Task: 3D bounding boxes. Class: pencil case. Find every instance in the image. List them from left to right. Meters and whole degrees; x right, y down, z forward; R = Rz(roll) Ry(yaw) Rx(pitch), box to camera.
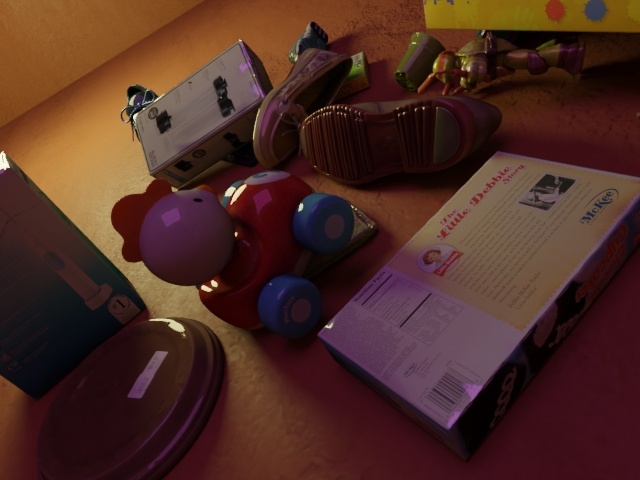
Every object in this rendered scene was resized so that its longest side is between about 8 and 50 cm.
[{"bbox_3d":[0.314,-0.393,0.964,0.070,0.064,0.151,-28,33,29],"label":"pencil case"}]

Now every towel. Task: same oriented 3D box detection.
[{"bbox_3d":[0.000,0.000,0.759,0.148,0.027,0.110,-34,37,-5],"label":"towel"}]

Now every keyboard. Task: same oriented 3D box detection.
[{"bbox_3d":[-0.158,-0.206,1.130,0.108,0.023,0.180,-46,38,-20],"label":"keyboard"}]

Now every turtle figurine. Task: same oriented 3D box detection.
[{"bbox_3d":[0.260,-0.262,0.790,0.218,0.087,0.269,0,11,16],"label":"turtle figurine"}]

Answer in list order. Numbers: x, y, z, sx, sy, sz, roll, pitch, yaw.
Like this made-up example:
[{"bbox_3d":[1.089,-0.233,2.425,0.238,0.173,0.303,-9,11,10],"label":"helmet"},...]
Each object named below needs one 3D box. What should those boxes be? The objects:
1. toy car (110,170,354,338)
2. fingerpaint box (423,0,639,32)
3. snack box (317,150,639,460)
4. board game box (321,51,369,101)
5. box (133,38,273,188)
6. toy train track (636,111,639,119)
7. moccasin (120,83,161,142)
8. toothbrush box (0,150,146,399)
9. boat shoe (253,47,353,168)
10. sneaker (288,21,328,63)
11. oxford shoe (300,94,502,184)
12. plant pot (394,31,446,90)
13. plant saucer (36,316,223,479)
[{"bbox_3d":[-0.127,-0.014,0.652,0.219,0.238,0.210,16,83,50],"label":"toy car"},{"bbox_3d":[0.427,-0.423,0.757,0.371,0.163,0.445,-31,35,-26],"label":"fingerpaint box"},{"bbox_3d":[0.170,0.038,0.555,0.322,0.060,0.187,-43,37,-16],"label":"snack box"},{"bbox_3d":[-0.021,-0.318,1.151,0.260,0.039,0.124,-16,38,17],"label":"board game box"},{"bbox_3d":[-0.231,-0.254,1.101,0.290,0.087,0.169,-31,64,15],"label":"box"},{"bbox_3d":[0.424,-0.151,0.636,0.083,0.014,0.048,-6,35,23],"label":"toy train track"},{"bbox_3d":[-0.478,-0.340,1.449,0.138,0.116,0.342,-39,36,-10],"label":"moccasin"},{"bbox_3d":[-0.449,0.054,0.799,0.216,0.295,0.126,-43,37,-13],"label":"toothbrush box"},{"bbox_3d":[-0.033,-0.256,1.012,0.089,0.104,0.285,13,66,30],"label":"boat shoe"},{"bbox_3d":[-0.039,-0.443,1.299,0.098,0.083,0.223,-35,25,33],"label":"sneaker"},{"bbox_3d":[0.108,-0.156,0.824,0.130,0.122,0.348,-22,22,-38],"label":"oxford shoe"},{"bbox_3d":[0.177,-0.317,0.974,0.079,0.083,0.083,-53,39,-7],"label":"plant pot"},{"bbox_3d":[-0.253,0.204,0.694,0.278,0.041,0.277,-20,36,16],"label":"plant saucer"}]
